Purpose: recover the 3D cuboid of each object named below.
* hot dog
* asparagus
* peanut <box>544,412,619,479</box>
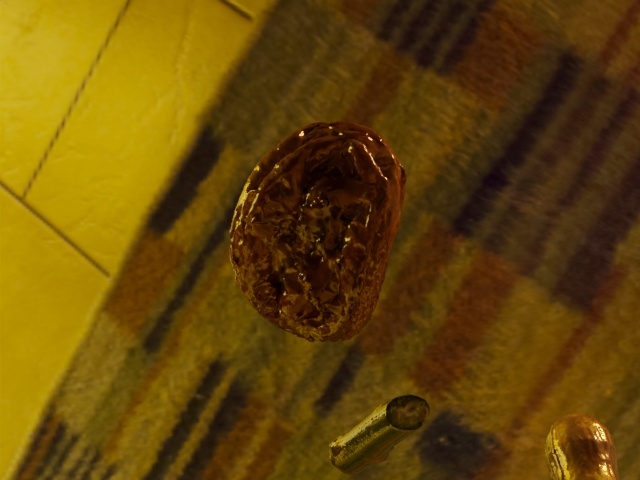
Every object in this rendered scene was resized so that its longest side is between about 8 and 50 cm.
[{"bbox_3d":[-0.001,-0.001,1.114,0.160,0.099,0.227,17,116,20],"label":"hot dog"},{"bbox_3d":[0.078,0.275,1.635,0.067,0.060,0.277,67,155,19],"label":"asparagus"},{"bbox_3d":[0.309,0.289,1.333,0.087,0.087,0.206,-28,37,23],"label":"peanut"}]
